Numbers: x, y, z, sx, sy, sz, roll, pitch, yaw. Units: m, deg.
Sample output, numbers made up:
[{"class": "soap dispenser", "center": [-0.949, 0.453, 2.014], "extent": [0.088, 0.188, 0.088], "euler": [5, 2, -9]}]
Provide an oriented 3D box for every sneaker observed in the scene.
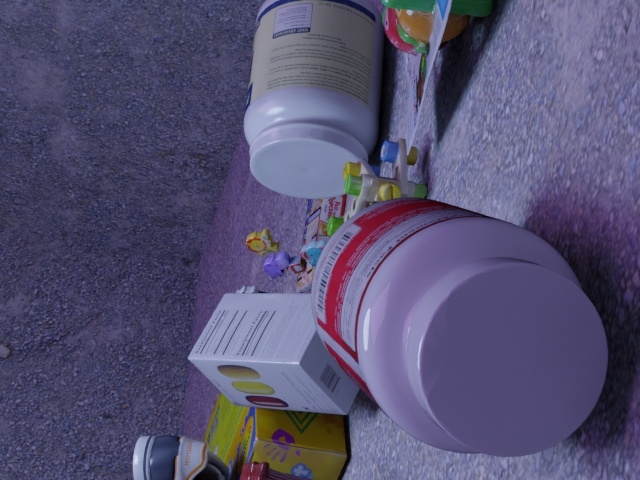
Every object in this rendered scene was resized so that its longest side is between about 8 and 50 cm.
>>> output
[{"class": "sneaker", "center": [-0.209, 0.438, 2.225], "extent": [0.321, 0.128, 0.126], "euler": [79, -168, -46]}]

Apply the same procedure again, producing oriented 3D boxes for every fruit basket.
[{"class": "fruit basket", "center": [0.139, -0.355, 1.936], "extent": [0.353, 0.166, 0.327], "euler": [110, 166, -51]}]

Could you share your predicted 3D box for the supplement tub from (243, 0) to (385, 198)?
[{"class": "supplement tub", "center": [-0.010, -0.261, 2.389], "extent": [0.235, 0.236, 0.324], "euler": [120, 158, -59]}]

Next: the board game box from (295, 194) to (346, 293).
[{"class": "board game box", "center": [0.000, 0.000, 2.583], "extent": [0.147, 0.045, 0.193], "euler": [141, 138, -73]}]

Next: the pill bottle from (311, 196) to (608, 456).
[{"class": "pill bottle", "center": [0.132, 0.082, 1.375], "extent": [0.408, 0.229, 0.229], "euler": [-148, 69, -78]}]

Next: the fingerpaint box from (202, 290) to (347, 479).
[{"class": "fingerpaint box", "center": [-0.095, 0.379, 2.389], "extent": [0.371, 0.163, 0.444], "euler": [-94, 20, -53]}]

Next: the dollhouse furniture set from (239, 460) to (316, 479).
[{"class": "dollhouse furniture set", "center": [-0.031, 0.502, 1.865], "extent": [0.152, 0.201, 0.374], "euler": [150, 131, -75]}]

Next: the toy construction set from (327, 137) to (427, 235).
[{"class": "toy construction set", "center": [0.082, 0.011, 1.950], "extent": [0.327, 0.151, 0.215], "euler": [-77, 4, -60]}]

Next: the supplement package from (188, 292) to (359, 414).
[{"class": "supplement package", "center": [-0.057, 0.172, 2.102], "extent": [0.244, 0.139, 0.133], "euler": [-3, 48, 43]}]

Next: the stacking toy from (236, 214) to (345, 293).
[{"class": "stacking toy", "center": [-0.039, 0.029, 2.351], "extent": [0.052, 0.221, 0.167], "euler": [58, -153, -34]}]
